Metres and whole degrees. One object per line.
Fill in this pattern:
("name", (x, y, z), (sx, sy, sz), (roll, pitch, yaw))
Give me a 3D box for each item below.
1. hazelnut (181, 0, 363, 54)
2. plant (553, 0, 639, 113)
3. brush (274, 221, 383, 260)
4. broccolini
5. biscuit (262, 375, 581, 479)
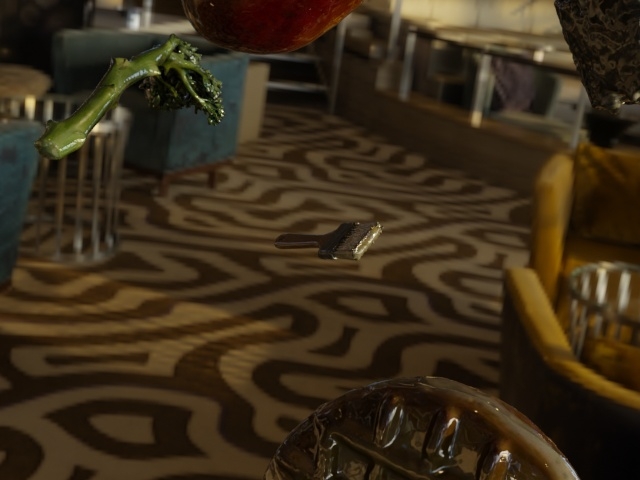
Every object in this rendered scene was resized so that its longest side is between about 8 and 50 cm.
("hazelnut", (-0.037, -0.270, 1.034), (0.208, 0.208, 0.208), (7, 16, -2))
("plant", (0.290, -0.262, 1.084), (0.146, 0.275, 0.149), (-18, -1, -39))
("brush", (0.000, 0.000, 1.055), (0.043, 0.014, 0.170), (-48, 22, -21))
("broccolini", (-0.097, -0.079, 0.582), (0.054, 0.052, 0.194), (9, 14, 14))
("biscuit", (0.091, 0.276, 0.972), (0.332, 0.332, 0.103), (17, 12, 29))
